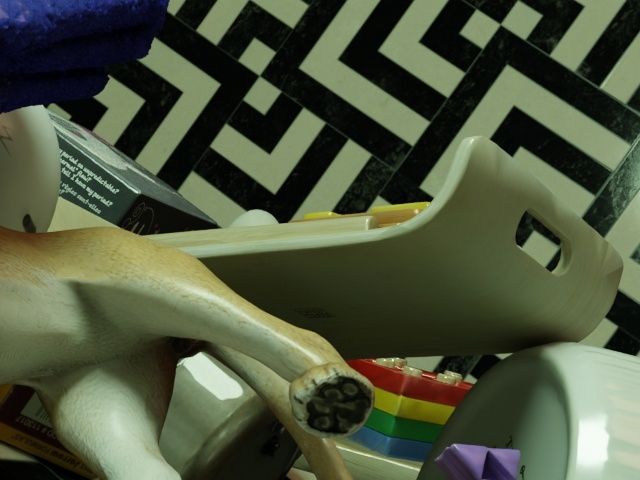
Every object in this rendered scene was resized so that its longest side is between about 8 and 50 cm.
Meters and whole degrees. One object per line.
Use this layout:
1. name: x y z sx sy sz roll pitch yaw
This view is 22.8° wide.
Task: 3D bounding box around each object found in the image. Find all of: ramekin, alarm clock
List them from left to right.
1. alarm clock: -0.068 0.117 0.838 0.064 0.129 0.192 39 31 23
2. ramekin: 0.142 0.183 0.926 0.127 0.273 0.273 23 4 -15

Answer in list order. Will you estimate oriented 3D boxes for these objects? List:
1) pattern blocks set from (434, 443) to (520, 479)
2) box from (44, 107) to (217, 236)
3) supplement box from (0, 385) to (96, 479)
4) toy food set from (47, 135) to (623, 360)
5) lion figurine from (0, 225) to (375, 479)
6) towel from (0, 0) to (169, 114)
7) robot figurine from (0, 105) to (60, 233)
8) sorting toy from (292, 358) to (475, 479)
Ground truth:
1. pattern blocks set: 0.128 0.229 0.694 0.285 0.026 0.325 -6 54 -42
2. box: -0.212 -0.018 1.332 0.163 0.142 0.247 36 1 12
3. supplement box: -0.175 0.056 0.952 0.104 0.081 0.188 34 1 -40
4. toy food set: 0.000 0.000 0.953 0.306 0.092 0.219 -6 -21 29
5. lion figurine: -0.161 0.019 0.660 0.392 0.142 0.240 27 8 -25
6. towel: -0.232 -0.150 0.695 0.308 0.076 0.227 32 18 6
7. robot figurine: -0.270 -0.061 0.820 0.278 0.173 0.209 35 13 -8
8. sorting toy: 0.011 0.125 1.226 0.257 0.089 0.255 15 -2 8
